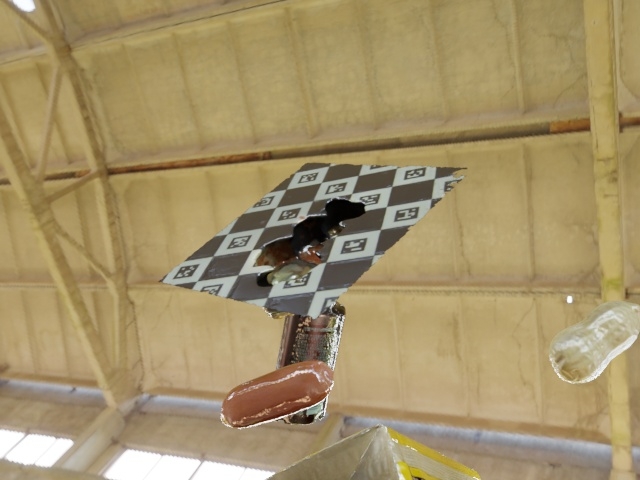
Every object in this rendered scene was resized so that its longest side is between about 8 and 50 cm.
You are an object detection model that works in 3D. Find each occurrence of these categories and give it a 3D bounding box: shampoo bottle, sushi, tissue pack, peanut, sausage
[{"bbox_3d":[-0.023,0.211,1.283,0.129,0.084,0.323,3,-72,-19],"label":"shampoo bottle"},{"bbox_3d":[0.000,0.000,0.730,0.263,0.290,0.050,7,-52,41],"label":"sushi"},{"bbox_3d":[0.114,0.498,1.092,0.293,0.228,0.382,-31,-43,19],"label":"tissue pack"},{"bbox_3d":[0.596,0.216,1.385,0.123,0.256,0.124,45,-27,30],"label":"peanut"},{"bbox_3d":[-0.068,0.239,0.981,0.194,0.077,0.077,-22,-74,16],"label":"sausage"}]
